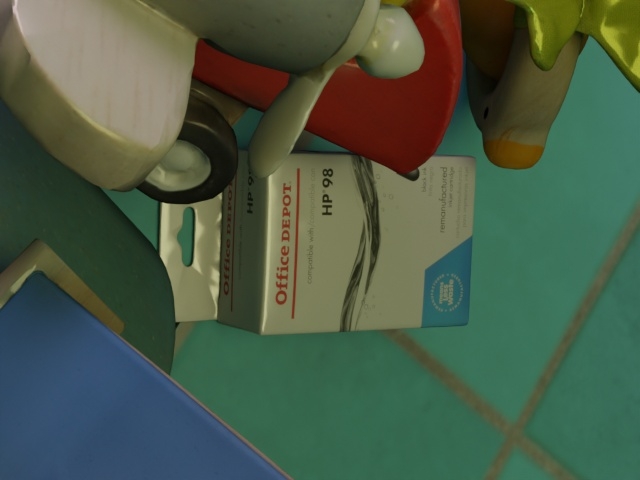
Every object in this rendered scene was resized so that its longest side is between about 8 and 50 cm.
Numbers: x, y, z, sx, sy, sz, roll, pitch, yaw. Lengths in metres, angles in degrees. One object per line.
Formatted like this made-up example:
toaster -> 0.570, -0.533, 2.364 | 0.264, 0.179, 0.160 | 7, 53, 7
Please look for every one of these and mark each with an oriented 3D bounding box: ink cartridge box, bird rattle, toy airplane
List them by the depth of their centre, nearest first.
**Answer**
toy airplane -> -0.055, -0.211, 0.596 | 0.384, 0.272, 0.386 | -12, 81, -67
bird rattle -> 0.115, -0.161, 0.809 | 0.143, 0.254, 0.207 | 2, 132, -15
ink cartridge box -> 0.000, 0.000, 0.820 | 0.180, 0.060, 0.104 | -1, 96, -30

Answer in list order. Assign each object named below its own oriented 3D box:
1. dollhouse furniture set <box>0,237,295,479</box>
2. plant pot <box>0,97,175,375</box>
dollhouse furniture set -> -0.161, 0.054, 0.301 | 0.286, 0.198, 0.303 | -47, 132, -11
plant pot -> -0.254, 0.000, 0.537 | 0.334, 0.341, 0.341 | 44, 73, -35
